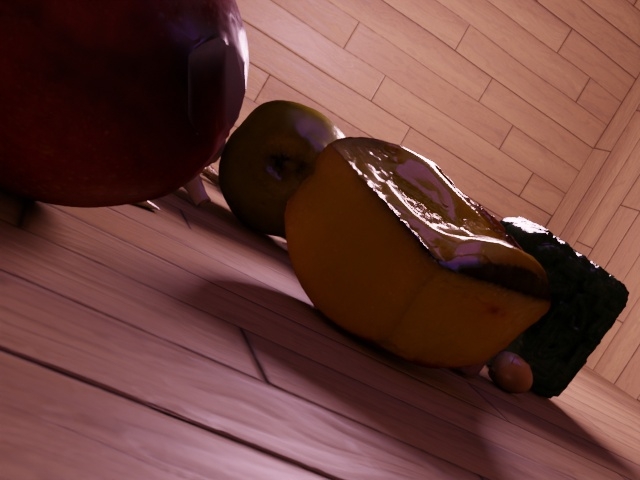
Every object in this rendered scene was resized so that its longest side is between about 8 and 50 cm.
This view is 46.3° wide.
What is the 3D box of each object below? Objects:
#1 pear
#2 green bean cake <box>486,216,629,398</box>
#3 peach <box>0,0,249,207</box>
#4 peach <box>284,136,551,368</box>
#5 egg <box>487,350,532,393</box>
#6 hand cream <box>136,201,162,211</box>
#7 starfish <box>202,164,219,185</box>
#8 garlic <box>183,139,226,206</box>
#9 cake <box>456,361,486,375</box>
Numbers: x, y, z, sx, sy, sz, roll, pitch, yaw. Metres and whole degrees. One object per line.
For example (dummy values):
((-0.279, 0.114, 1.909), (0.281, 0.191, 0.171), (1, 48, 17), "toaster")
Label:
((-0.077, -0.148, 1.621), (0.287, 0.287, 0.375), (29, 0, -6), "pear")
((0.450, 0.145, 1.584), (0.300, 0.307, 0.169), (30, 7, -17), "green bean cake")
((-0.259, -0.207, 0.805), (0.388, 0.388, 0.388), (30, 5, -3), "peach")
((0.145, 0.035, 1.151), (0.380, 0.242, 0.306), (42, 28, 27), "peach")
((0.357, 0.248, 1.399), (0.083, 0.071, 0.071), (34, 6, 9), "egg")
((-0.282, -0.065, 1.142), (0.035, 0.022, 0.102), (24, -2, 28), "hand cream")
((-0.375, -0.234, 2.034), (0.302, 0.060, 0.299), (30, 8, 11), "starfish")
((-0.271, -0.162, 1.483), (0.218, 0.219, 0.212), (2, 65, -79), "garlic")
((0.218, 0.082, 1.390), (0.309, 0.230, 0.237), (33, 8, 14), "cake")
